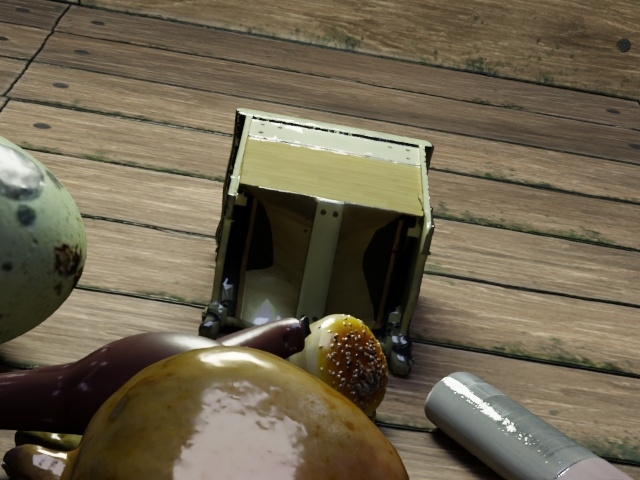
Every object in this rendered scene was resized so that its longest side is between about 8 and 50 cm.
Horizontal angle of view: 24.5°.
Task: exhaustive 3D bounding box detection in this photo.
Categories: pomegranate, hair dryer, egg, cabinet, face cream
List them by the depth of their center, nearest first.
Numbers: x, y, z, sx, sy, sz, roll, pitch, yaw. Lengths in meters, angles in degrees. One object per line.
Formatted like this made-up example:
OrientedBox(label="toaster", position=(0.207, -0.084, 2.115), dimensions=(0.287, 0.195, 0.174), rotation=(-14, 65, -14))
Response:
OrientedBox(label="pomegranate", position=(-0.098, 0.243, 1.197), dimensions=(0.342, 0.343, 0.342), rotation=(9, 22, -4))
OrientedBox(label="hair dryer", position=(-0.141, 0.132, 1.543), dimensions=(0.312, 0.123, 0.340), rotation=(-5, 9, 35))
OrientedBox(label="face cream", position=(0.238, 0.242, 1.690), dimensions=(0.107, 0.073, 0.269), rotation=(-14, 32, -37))
OrientedBox(label="egg", position=(-0.459, -0.008, 1.693), dimensions=(0.379, 0.288, 0.287), rotation=(1, 23, -12))
OrientedBox(label="cabinet", position=(0.000, 0.000, 1.985), dimensions=(0.289, 0.228, 0.318), rotation=(10, 24, -3))

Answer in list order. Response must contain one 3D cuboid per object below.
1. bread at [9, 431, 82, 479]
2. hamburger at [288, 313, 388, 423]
OrientedBox(label="bread", position=(-0.215, 0.226, 1.493), dimensions=(0.207, 0.056, 0.286), rotation=(-18, 23, -20))
OrientedBox(label="hamburger", position=(0.027, 0.157, 1.742), dimensions=(0.081, 0.141, 0.126), rotation=(-9, 0, 44))
